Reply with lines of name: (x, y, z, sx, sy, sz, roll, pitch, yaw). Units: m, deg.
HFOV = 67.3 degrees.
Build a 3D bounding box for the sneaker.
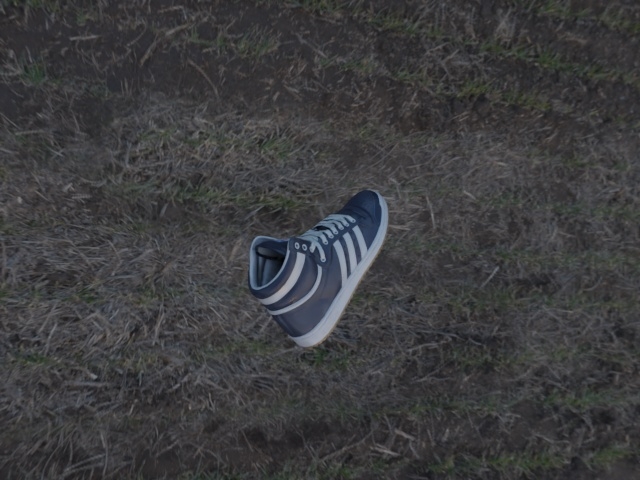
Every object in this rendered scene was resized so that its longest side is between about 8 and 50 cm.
sneaker: (0.000, 0.000, 0.713, 0.153, 0.099, 0.282, 47, 59, -32)
